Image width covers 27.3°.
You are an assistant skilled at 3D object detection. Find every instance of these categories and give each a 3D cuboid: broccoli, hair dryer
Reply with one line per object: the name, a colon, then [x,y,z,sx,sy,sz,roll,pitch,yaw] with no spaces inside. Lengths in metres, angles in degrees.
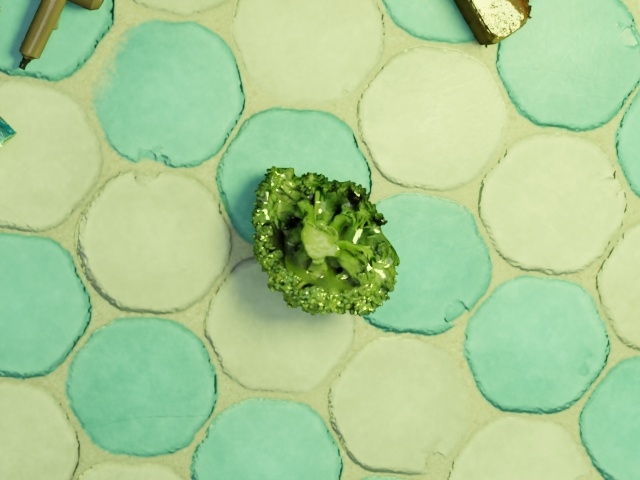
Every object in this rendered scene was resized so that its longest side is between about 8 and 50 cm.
broccoli: [-0.001,-0.001,1.901,0.198,0.176,0.226,-26,114,-6]
hair dryer: [-0.384,-0.322,1.879,0.117,0.064,0.182,26,102,-10]

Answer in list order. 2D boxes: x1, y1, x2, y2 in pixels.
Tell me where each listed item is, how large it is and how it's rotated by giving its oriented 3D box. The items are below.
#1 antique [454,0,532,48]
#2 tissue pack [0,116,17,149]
antique: [0.204,-0.433,1.907,0.093,0.087,0.310,-32,99,-2]
tissue pack: [-0.588,-0.174,1.828,0.198,0.146,0.263,-43,100,2]
